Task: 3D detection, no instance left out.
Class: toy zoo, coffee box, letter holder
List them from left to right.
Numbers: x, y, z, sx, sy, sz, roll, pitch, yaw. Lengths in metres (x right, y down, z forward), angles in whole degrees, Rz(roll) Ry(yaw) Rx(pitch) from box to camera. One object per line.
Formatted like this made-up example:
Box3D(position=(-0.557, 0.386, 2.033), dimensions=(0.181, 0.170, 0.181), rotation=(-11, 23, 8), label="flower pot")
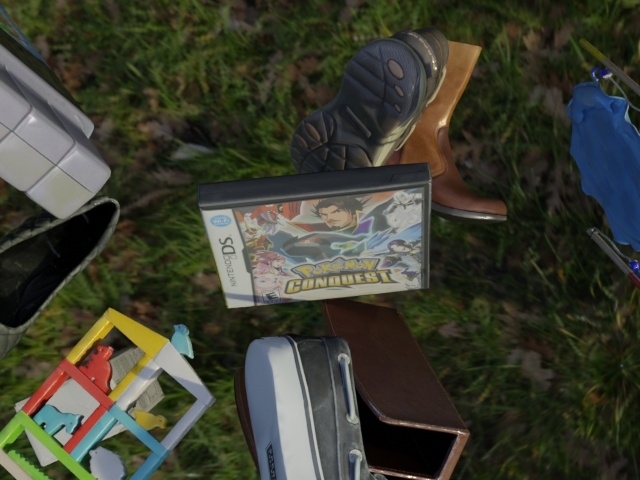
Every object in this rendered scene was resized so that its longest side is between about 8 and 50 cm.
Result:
Box3D(position=(-0.391, 0.275, 1.977), dimensions=(0.168, 0.297, 0.118), rotation=(-24, 91, 2), label="coffee box")
Box3D(position=(-0.275, 0.225, 1.509), dimensions=(0.192, 0.030, 0.293), rotation=(38, 83, 15), label="toy zoo")
Box3D(position=(0.021, 0.201, 1.442), dimensions=(0.214, 0.302, 0.152), rotation=(14, 111, -20), label="letter holder")

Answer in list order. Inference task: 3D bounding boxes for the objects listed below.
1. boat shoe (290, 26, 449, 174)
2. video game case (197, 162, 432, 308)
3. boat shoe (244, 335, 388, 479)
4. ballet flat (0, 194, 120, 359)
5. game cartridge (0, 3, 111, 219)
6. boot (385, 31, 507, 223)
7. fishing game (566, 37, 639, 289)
Box3D(position=(0.075, -0.162, 1.539), dimensions=(0.130, 0.355, 0.132), rotation=(-33, 84, -32), label="boat shoe")
Box3D(position=(0.000, 0.000, 1.427), dimensions=(0.275, 0.248, 0.035), rotation=(-5, 57, 1), label="video game case")
Box3D(position=(0.012, 0.220, 0.933), dimensions=(0.102, 0.108, 0.301), rotation=(-2, 64, -20), label="boat shoe")
Box3D(position=(-0.185, 0.019, 0.711), dimensions=(0.049, 0.173, 0.057), rotation=(-29, 109, 36), label="ballet flat")
Box3D(position=(-0.276, -0.169, 0.738), dimensions=(0.068, 0.230, 0.355), rotation=(-48, 46, 5), label="game cartridge")
Box3D(position=(0.209, -0.180, 1.858), dimensions=(0.264, 0.096, 0.280), rotation=(17, 87, 13), label="boot")
Box3D(position=(0.308, -0.076, 1.171), dimensions=(0.041, 0.264, 0.189), rotation=(-21, 37, -8), label="fishing game")
